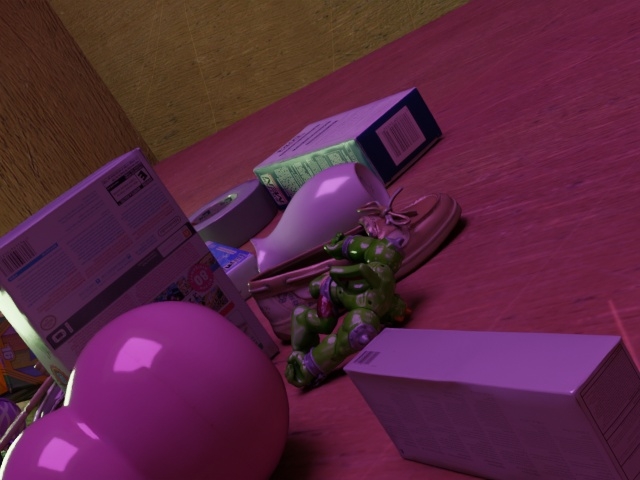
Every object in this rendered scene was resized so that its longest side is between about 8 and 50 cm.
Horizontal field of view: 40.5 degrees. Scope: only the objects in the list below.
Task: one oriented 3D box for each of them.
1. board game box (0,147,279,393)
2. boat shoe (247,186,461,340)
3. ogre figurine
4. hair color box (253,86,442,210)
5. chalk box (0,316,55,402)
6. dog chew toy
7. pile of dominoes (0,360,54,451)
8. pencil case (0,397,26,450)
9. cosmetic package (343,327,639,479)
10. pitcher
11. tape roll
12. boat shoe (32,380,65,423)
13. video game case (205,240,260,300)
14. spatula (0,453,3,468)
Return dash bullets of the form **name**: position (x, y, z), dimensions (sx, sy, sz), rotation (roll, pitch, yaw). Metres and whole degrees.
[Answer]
- **board game box**: position (-0.220, 0.081, 1.009), dimensions (0.224, 0.303, 0.097), rotation (-42, 18, -32)
- **boat shoe**: position (0.046, 0.015, 1.085), dimensions (0.285, 0.089, 0.104), rotation (-34, 15, -6)
- **ogre figurine**: position (0.030, 0.066, 0.950), dimensions (0.118, 0.097, 0.197), rotation (-19, 21, 45)
- **hair color box**: position (0.042, -0.161, 1.600), dimensions (0.174, 0.105, 0.347), rotation (-42, 18, -29)
- **chalk box**: position (-0.521, 0.204, 1.490), dimensions (0.132, 0.132, 0.213), rotation (-27, -8, 21)
- **dog chew toy**: position (-0.181, 0.212, 0.760), dimensions (0.332, 0.206, 0.207), rotation (-48, 20, -20)
- **pile of dominoes**: position (-0.391, 0.204, 1.139), dimensions (0.251, 0.040, 0.196), rotation (-55, 10, -16)
- **pencil case**: position (-0.560, 0.325, 1.369), dimensions (0.206, 0.088, 0.086), rotation (-29, -21, 14)
- **cosmetic package**: position (0.123, 0.117, 0.614), dimensions (0.060, 0.099, 0.239), rotation (-39, 17, -28)
- **pitcher**: position (0.000, 0.000, 1.207), dimensions (0.207, 0.125, 0.177), rotation (-38, 33, 21)
- **tape roll**: position (-0.196, -0.035, 1.751), dimensions (0.219, 0.072, 0.219), rotation (-30, 15, 9)
- **boat shoe**: position (-0.241, 0.170, 1.151), dimensions (0.305, 0.109, 0.091), rotation (-37, 11, -29)
- **video game case**: position (-0.232, 0.101, 1.432), dimensions (0.244, 0.061, 0.269), rotation (-38, 17, -15)
- **spatula**: position (-0.496, 0.283, 1.269), dimensions (0.084, 0.030, 0.296), rotation (-45, 44, -6)
